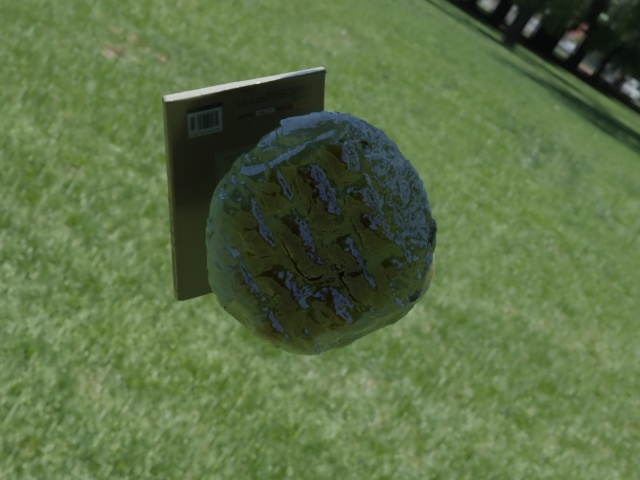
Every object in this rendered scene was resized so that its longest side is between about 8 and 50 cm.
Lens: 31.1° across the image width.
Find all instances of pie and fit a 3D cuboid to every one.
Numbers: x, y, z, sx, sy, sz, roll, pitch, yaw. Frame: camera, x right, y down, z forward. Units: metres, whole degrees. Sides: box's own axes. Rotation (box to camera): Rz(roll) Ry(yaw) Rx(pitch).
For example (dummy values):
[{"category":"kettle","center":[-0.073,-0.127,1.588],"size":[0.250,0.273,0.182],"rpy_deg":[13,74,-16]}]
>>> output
[{"category":"pie","center":[0.000,0.000,1.396],"size":[0.306,0.306,0.071],"rpy_deg":[32,14,-6]}]

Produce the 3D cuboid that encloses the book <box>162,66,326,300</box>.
[{"category":"book","center":[-0.096,-0.069,1.501],"size":[0.217,0.310,0.021],"rpy_deg":[-14,39,-21]}]

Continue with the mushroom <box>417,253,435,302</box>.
[{"category":"mushroom","center":[0.108,0.025,2.040],"size":[0.267,0.189,0.164],"rpy_deg":[55,-6,-19]}]
